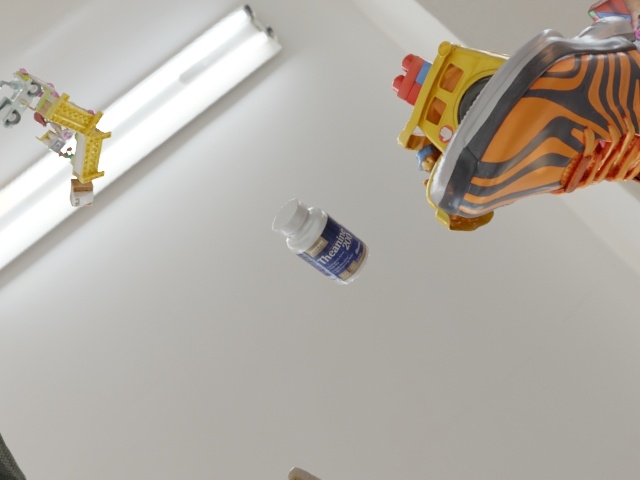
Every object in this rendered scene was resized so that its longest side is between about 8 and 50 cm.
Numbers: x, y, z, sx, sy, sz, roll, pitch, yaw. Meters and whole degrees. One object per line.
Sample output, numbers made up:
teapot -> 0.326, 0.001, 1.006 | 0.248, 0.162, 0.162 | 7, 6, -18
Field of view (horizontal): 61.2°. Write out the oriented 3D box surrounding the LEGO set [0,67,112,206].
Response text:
LEGO set -> -0.425, -0.175, 0.872 | 0.107, 0.287, 0.132 | 36, -109, 13

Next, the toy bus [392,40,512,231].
toy bus -> 0.177, -0.150, 0.718 | 0.211, 0.149, 0.220 | 37, -61, 31

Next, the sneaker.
sneaker -> 0.238, -0.078, 0.424 | 0.321, 0.124, 0.180 | -34, -116, -31

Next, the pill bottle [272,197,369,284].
pill bottle -> 0.000, 0.000, 0.691 | 0.120, 0.067, 0.067 | 37, -99, -25

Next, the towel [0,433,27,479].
towel -> -0.340, 0.144, 0.276 | 0.324, 0.056, 0.312 | -24, -90, -11

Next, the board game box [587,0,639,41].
board game box -> 0.567, -0.295, 0.847 | 0.281, 0.145, 0.027 | 40, -115, -16

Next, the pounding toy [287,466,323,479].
pounding toy -> 0.006, 0.436, 0.796 | 0.154, 0.155, 0.269 | -2, -64, 29
